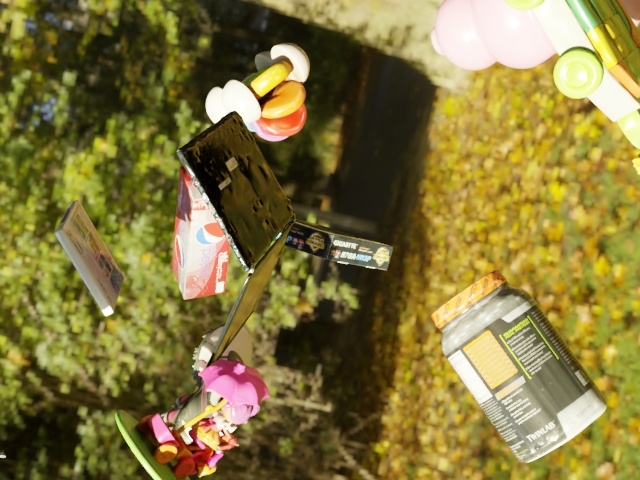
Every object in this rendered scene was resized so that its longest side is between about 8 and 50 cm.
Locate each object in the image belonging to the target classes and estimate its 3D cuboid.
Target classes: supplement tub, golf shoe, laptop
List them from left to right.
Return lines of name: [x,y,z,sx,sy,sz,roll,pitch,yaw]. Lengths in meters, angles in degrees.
laptop: [-0.128,-0.004,1.478,0.264,0.136,0.234,61,-161,-10]
golf shoe: [-0.141,0.222,1.756,0.105,0.120,0.273,55,-148,-24]
supplement tub: [0.211,0.133,1.245,0.117,0.190,0.117,-33,-9,-6]

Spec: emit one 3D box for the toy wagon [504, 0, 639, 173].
toy wagon: [0.340,-0.246,1.413,0.068,0.344,0.267,-31,3,30]

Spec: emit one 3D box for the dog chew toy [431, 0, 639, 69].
dog chew toy: [0.326,-0.362,1.775,0.206,0.331,0.207,36,-133,-49]

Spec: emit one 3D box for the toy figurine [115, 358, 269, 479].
toy figurine: [-0.127,0.213,1.339,0.130,0.159,0.173,50,175,39]

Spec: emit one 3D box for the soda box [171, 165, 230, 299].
soda box: [-0.214,-0.016,2.081,0.263,0.083,0.092,102,151,-44]

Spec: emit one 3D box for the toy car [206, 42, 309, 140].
toy car: [-0.085,-0.227,1.869,0.159,0.136,0.182,-41,14,-20]

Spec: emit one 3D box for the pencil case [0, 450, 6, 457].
pencil case: [-0.481,0.185,1.450,0.104,0.104,0.236,140,110,-85]

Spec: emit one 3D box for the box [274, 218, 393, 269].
box: [0.000,0.000,2.189,0.220,0.175,0.051,18,95,44]

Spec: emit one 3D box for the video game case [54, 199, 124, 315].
video game case: [-0.364,0.026,1.820,0.157,0.019,0.143,62,-173,-19]
